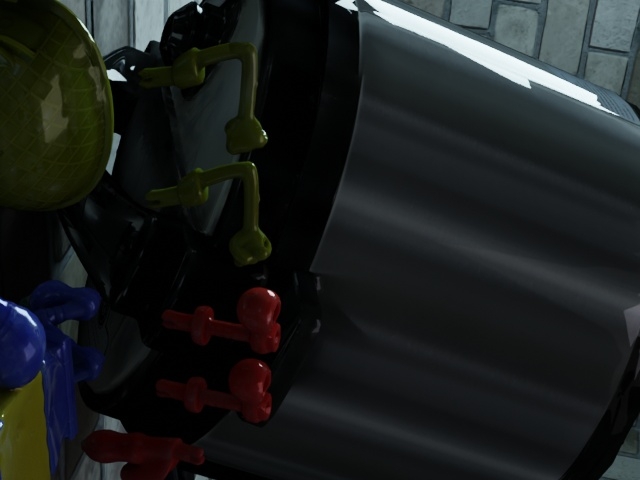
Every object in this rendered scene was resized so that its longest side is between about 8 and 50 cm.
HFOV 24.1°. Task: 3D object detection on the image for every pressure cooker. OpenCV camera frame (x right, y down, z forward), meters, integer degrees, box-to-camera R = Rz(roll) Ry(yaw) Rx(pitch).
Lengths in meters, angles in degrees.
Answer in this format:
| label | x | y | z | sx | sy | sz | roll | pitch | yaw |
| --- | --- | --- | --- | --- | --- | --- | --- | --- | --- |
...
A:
| label | x | y | z | sx | sy | sz | roll | pitch | yaw |
| --- | --- | --- | --- | --- | --- | --- | --- | --- | --- |
| pressure cooker | 0.002 | -0.006 | 1.097 | 0.370 | 0.420 | 0.375 | -26 | -132 | 61 |

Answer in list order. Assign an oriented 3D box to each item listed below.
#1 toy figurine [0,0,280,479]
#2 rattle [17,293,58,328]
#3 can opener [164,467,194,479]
| label | x | y | z | sx | sy | sz | roll | pitch | yaw |
| --- | --- | --- | --- | --- | --- | --- | --- | --- | --- |
| toy figurine | -0.142 | 0.084 | 0.757 | 0.217 | 0.191 | 0.362 | -61 | 159 | -54 |
| rattle | -0.175 | 0.139 | 1.061 | 0.199 | 0.143 | 0.130 | -64 | 145 | -43 |
| can opener | -0.155 | 0.251 | 1.630 | 0.059 | 0.073 | 0.186 | -57 | 148 | -51 |
